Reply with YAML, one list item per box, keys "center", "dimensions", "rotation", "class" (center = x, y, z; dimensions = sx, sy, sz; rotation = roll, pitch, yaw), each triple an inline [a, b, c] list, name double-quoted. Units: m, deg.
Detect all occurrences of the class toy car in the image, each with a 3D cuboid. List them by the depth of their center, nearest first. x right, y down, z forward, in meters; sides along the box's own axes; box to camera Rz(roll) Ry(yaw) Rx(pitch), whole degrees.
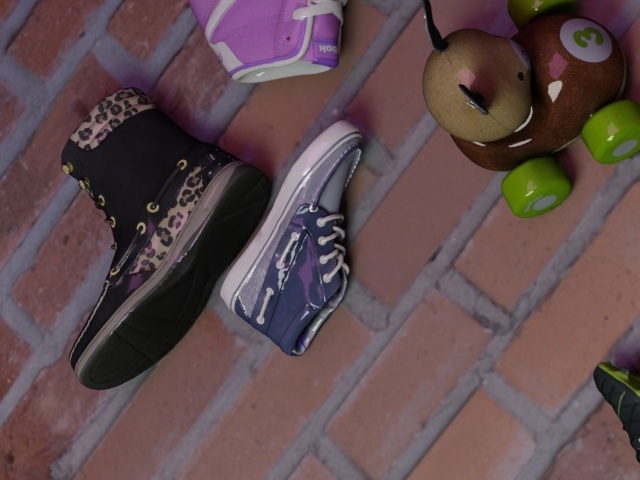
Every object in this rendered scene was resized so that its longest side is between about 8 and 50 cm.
- center: [0.136, -0.124, 1.357]
  dimensions: [0.149, 0.188, 0.155]
  rotation: [-36, 65, 20]
  class: "toy car"

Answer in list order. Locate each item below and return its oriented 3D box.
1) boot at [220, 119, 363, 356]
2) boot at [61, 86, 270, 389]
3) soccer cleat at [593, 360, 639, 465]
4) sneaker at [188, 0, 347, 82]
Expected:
- center: [0.000, 0.000, 1.491]
  dimensions: [0.086, 0.069, 0.190]
  rotation: [39, 108, 23]
  class: "boot"
- center: [-0.170, -0.005, 1.576]
  dimensions: [0.178, 0.085, 0.236]
  rotation: [39, 94, 33]
  class: "boot"
- center: [0.253, 0.160, 1.307]
  dimensions: [0.179, 0.060, 0.072]
  rotation: [45, 105, 26]
  class: "soccer cleat"
- center: [0.016, -0.233, 1.512]
  dimensions: [0.282, 0.102, 0.161]
  rotation: [-36, 67, 31]
  class: "sneaker"
